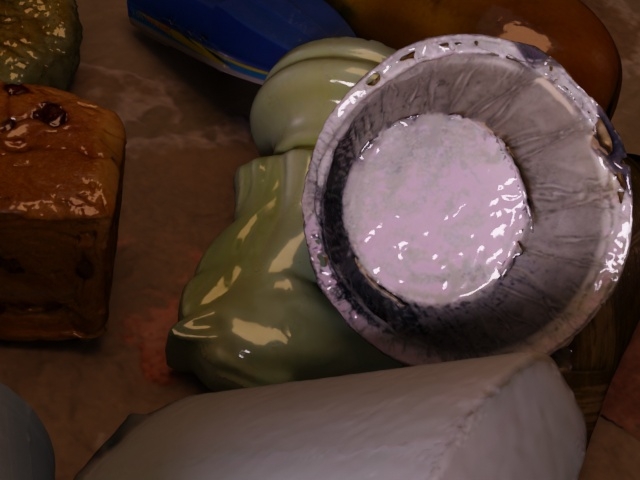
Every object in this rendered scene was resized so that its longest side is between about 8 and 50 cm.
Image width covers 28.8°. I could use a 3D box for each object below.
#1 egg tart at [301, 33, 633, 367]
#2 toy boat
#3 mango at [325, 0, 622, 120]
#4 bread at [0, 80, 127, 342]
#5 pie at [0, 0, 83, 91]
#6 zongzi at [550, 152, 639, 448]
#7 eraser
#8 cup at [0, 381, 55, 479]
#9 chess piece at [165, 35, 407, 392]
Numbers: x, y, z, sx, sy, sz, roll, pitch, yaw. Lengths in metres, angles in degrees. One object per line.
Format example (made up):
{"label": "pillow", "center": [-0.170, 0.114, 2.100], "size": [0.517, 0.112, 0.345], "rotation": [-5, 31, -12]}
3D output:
{"label": "egg tart", "center": [0.087, -0.021, 0.819], "size": [0.234, 0.234, 0.094], "rotation": [32, 18, 20]}
{"label": "toy boat", "center": [-0.053, -0.187, 1.139], "size": [0.129, 0.088, 0.295], "rotation": [-25, 39, -31]}
{"label": "mango", "center": [0.136, -0.172, 1.139], "size": [0.211, 0.173, 0.317], "rotation": [-9, 37, -41]}
{"label": "bread", "center": [-0.218, -0.020, 0.909], "size": [0.149, 0.158, 0.143], "rotation": [8, 48, -7]}
{"label": "pie", "center": [-0.342, -0.189, 1.122], "size": [0.277, 0.078, 0.277], "rotation": [6, 48, -7]}
{"label": "zongzi", "center": [0.210, 0.066, 0.967], "size": [0.286, 0.134, 0.288], "rotation": [0, 76, -47]}
{"label": "eraser", "center": [-0.016, 0.150, 0.691], "size": [0.290, 0.104, 0.189], "rotation": [-13, 21, 42]}
{"label": "cup", "center": [-0.265, 0.244, 0.543], "size": [0.331, 0.257, 0.311], "rotation": [-3, 46, -19]}
{"label": "chess piece", "center": [0.000, 0.000, 0.962], "size": [0.175, 0.176, 0.298], "rotation": [16, 56, 3]}
